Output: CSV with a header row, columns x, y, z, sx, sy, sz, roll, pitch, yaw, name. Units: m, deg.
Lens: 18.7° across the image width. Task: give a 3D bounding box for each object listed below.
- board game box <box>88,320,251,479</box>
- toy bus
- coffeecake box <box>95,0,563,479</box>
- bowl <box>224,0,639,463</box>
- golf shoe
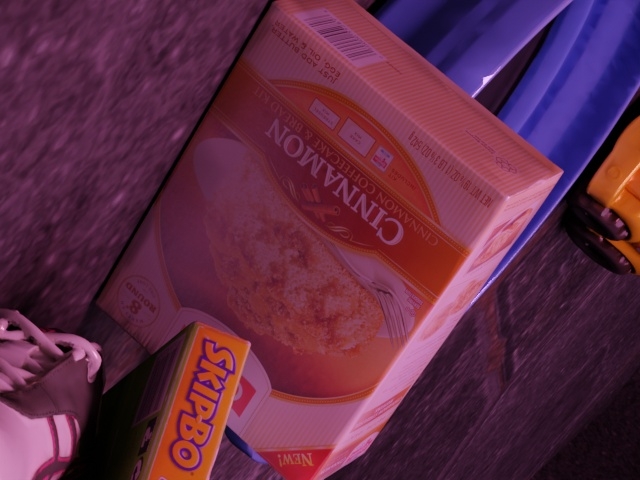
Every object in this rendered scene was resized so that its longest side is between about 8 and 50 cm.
x,y,z,sx,sy,sz,roll,pitch,yaw,name
-0.100,0.125,0.917,0.259,0.039,0.124,-33,-143,64,board game box
0.341,-0.013,1.750,0.149,0.211,0.220,-46,164,-6,toy bus
0.000,0.000,0.911,0.068,0.142,0.185,-23,150,-58,coffeecake box
0.065,-0.040,1.134,0.391,0.077,0.391,-46,165,-16,bowl
-0.148,0.073,0.798,0.120,0.105,0.273,-62,175,-14,golf shoe
